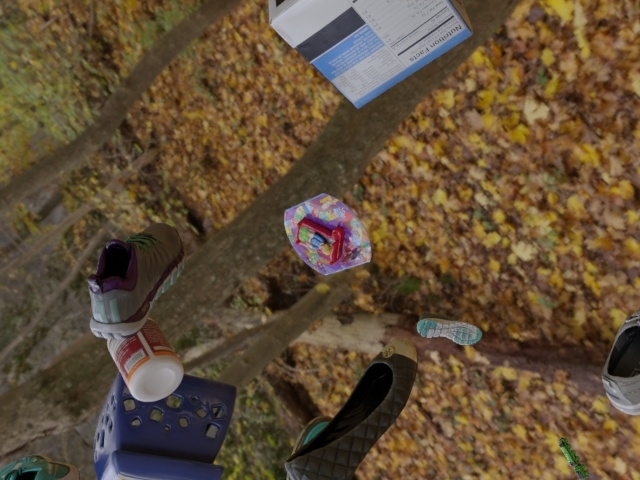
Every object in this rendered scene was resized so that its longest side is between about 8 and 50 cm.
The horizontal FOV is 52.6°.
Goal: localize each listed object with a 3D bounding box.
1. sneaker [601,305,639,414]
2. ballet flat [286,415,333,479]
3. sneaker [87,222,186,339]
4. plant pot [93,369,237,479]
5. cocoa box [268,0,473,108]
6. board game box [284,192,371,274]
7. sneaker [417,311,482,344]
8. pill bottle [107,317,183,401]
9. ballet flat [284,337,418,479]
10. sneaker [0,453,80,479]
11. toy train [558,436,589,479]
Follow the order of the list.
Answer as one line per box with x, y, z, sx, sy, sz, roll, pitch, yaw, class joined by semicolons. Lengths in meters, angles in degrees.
0.546;0.143;1.036;0.115;0.281;0.105;39;168;-39;sneaker
-0.012;0.502;1.203;0.123;0.123;0.348;89;180;-82;ballet flat
-0.228;0.021;0.818;0.224;0.083;0.098;-82;-7;-57;sneaker
-0.308;0.402;1.240;0.236;0.236;0.212;16;-139;-20;plant pot
0.066;-0.440;1.054;0.228;0.231;0.347;36;-144;-40;cocoa box
0.000;0.000;1.045;0.168;0.033;0.133;-20;107;46;board game box
0.327;0.214;1.644;0.166;0.065;0.076;14;-158;-1;sneaker
-0.282;0.174;1.020;0.152;0.086;0.086;44;172;42;pill bottle
0.035;0.149;0.573;0.049;0.173;0.057;51;147;-17;ballet flat
-0.630;0.512;1.393;0.110;0.275;0.107;26;-122;-45;sneaker
0.475;0.411;1.219;0.083;0.023;0.017;58;137;13;toy train
